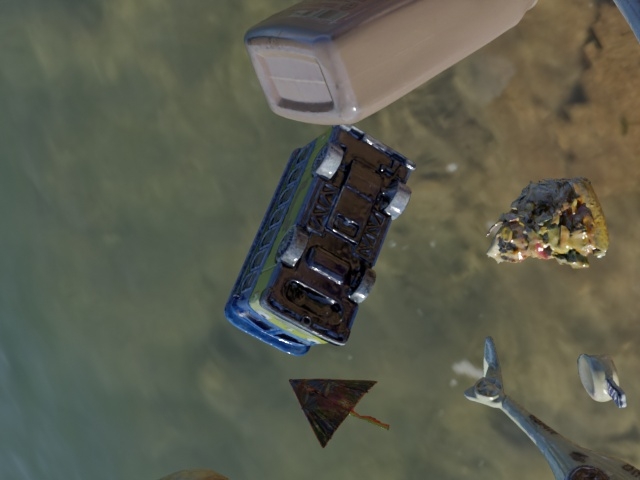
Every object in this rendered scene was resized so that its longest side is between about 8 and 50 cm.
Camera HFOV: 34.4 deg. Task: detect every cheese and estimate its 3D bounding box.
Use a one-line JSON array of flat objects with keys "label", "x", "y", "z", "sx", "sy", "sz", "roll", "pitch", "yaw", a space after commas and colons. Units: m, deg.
[{"label": "cheese", "x": 0.503, "y": 0.243, "z": 1.835, "sx": 0.171, "sy": 0.048, "sz": 0.092, "roll": 131, "pitch": 124, "yaw": -87}]

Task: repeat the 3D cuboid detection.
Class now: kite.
[{"label": "kite", "x": 0.024, "y": 0.234, "z": 1.461, "sx": 0.159, "sy": 0.190, "sz": 0.010, "roll": 25, "pitch": 121, "yaw": 17}]

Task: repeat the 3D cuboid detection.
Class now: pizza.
[{"label": "pizza", "x": 0.361, "y": -0.029, "z": 1.684, "sx": 0.226, "sy": 0.069, "sz": 0.147, "roll": 2, "pitch": 95, "yaw": 39}]

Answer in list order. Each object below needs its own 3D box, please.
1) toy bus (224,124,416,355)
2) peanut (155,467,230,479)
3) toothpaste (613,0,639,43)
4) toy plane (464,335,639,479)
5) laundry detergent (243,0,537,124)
[{"label": "toy bus", "x": 0.000, "y": 0.000, "z": 1.404, "sx": 0.138, "sy": 0.287, "sz": 0.175, "roll": 29, "pitch": 158, "yaw": -17}, {"label": "peanut", "x": -0.181, "y": 0.348, "z": 1.104, "sx": 0.274, "sy": 0.125, "sz": 0.111, "roll": -50, "pitch": 42, "yaw": 18}, {"label": "toothpaste", "x": 0.502, "y": -0.330, "z": 1.545, "sx": 0.100, "sy": 0.323, "sz": 0.066, "roll": -24, "pitch": 129, "yaw": 11}, {"label": "toy plane", "x": 0.218, "y": 0.191, "z": 0.868, "sx": 0.286, "sy": 0.108, "sz": 0.092, "roll": 39, "pitch": 147, "yaw": 40}, {"label": "laundry detergent", "x": 0.059, "y": -0.171, "z": 0.762, "sx": 0.171, "sy": 0.237, "sz": 0.076, "roll": 18, "pitch": 136, "yaw": 55}]
